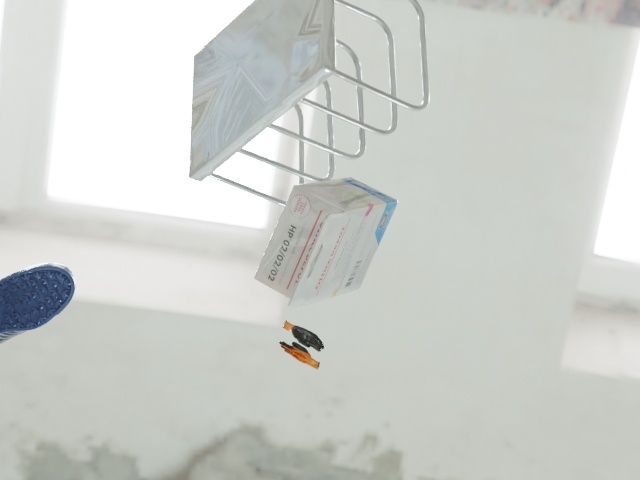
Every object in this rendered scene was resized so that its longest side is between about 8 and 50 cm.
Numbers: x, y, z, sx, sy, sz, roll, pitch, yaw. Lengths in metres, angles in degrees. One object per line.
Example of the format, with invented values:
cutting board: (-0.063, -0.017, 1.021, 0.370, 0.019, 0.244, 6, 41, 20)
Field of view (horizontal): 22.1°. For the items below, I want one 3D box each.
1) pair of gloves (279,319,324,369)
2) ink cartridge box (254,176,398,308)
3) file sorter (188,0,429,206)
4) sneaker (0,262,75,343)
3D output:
pair of gloves: (-0.029, 0.160, 2.524, 0.074, 0.083, 0.010, 29, -127, 11)
ink cartridge box: (0.000, 0.000, 1.596, 0.061, 0.104, 0.181, 28, -165, 18)
file sorter: (-0.014, -0.192, 2.015, 0.173, 0.277, 0.193, 20, -127, -31)
sneaker: (-0.413, 0.090, 2.128, 0.232, 0.081, 0.090, -29, -167, 11)
